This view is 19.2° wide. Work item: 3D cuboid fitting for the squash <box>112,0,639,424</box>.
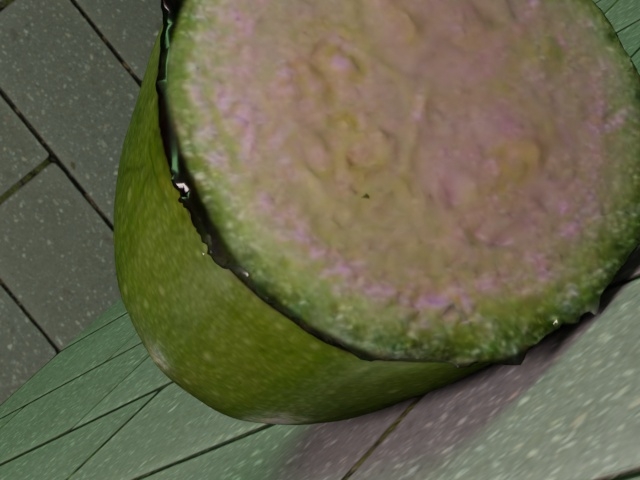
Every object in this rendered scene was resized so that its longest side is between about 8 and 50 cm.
[{"bbox_3d":[0.012,-0.014,1.202,0.310,0.310,0.309,-43,-6,-28],"label":"squash"}]
